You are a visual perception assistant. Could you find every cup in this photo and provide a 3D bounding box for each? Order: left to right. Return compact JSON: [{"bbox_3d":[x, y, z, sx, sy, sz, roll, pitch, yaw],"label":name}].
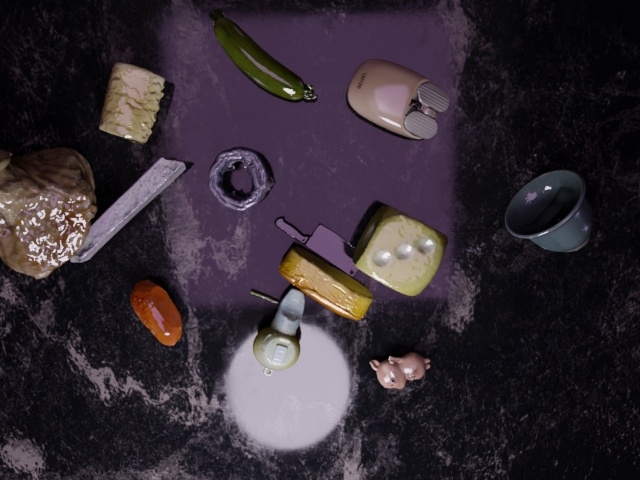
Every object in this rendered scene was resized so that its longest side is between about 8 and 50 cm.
[{"bbox_3d":[0.567,-0.046,1.250,0.150,0.199,0.199,39,96,-23],"label":"cup"}]

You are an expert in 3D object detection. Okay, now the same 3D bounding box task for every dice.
[{"bbox_3d":[0.185,0.022,1.243,0.169,0.169,0.166,27,96,-4],"label":"dice"}]

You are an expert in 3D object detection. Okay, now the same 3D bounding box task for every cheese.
[{"bbox_3d":[-0.441,-0.319,1.229,0.123,0.094,0.167,18,97,-1],"label":"cheese"}]

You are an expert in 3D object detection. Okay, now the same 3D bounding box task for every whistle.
[{"bbox_3d":[-0.097,0.227,1.307,0.122,0.123,0.223,19,84,-3],"label":"whistle"}]

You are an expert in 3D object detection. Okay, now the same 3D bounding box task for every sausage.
[{"bbox_3d":[-0.401,0.178,1.299,0.089,0.089,0.179,-34,94,4],"label":"sausage"}]

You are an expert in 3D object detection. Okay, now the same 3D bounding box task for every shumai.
[{"bbox_3d":[-0.667,-0.073,1.147,0.266,0.262,0.315,6,88,15],"label":"shumai"}]

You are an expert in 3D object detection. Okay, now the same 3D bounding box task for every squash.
[{"bbox_3d":[-0.148,-0.418,1.233,0.318,0.080,0.071,39,133,-4],"label":"squash"}]

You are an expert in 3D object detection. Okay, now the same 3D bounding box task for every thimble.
[{"bbox_3d":[-0.190,-0.149,1.253,0.149,0.098,0.150,0,98,0],"label":"thimble"}]

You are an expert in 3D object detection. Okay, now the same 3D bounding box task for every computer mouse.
[{"bbox_3d":[0.181,-0.335,1.242,0.236,0.082,0.145,26,96,-3],"label":"computer mouse"}]

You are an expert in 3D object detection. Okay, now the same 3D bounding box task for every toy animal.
[{"bbox_3d":[0.207,0.330,1.336,0.149,0.089,0.084,-14,77,4],"label":"toy animal"}]

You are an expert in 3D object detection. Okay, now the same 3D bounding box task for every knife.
[{"bbox_3d":[0.000,0.000,1.317,0.245,0.019,0.072,33,94,-8],"label":"knife"}]

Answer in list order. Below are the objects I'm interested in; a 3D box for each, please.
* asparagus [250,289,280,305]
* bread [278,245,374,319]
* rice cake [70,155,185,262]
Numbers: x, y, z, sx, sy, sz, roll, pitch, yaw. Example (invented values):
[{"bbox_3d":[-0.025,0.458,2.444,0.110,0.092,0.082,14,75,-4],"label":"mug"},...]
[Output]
[{"bbox_3d":[-0.126,0.153,1.335,0.114,0.014,0.015,24,130,-3],"label":"asparagus"},{"bbox_3d":[0.012,0.111,1.288,0.245,0.102,0.094,32,95,-6],"label":"bread"},{"bbox_3d":[-0.470,-0.078,1.271,0.365,0.073,0.056,-43,93,5],"label":"rice cake"}]
